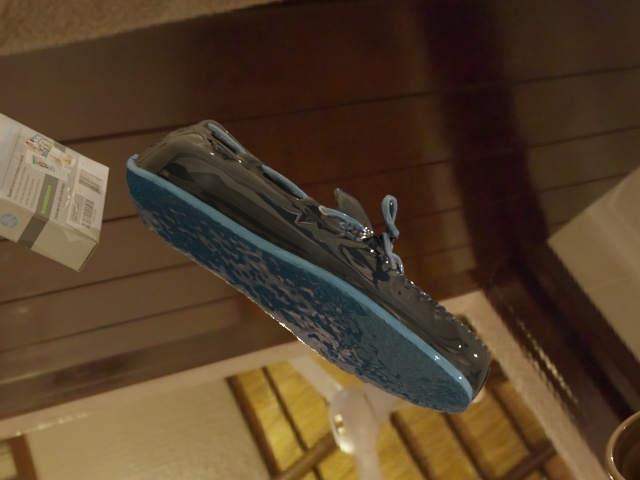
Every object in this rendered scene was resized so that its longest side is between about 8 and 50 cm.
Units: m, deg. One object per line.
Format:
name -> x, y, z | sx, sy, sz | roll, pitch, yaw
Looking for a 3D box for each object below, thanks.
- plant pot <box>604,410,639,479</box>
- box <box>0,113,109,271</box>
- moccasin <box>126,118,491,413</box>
plant pot -> 0.594, 0.406, 1.408 | 0.263, 0.263, 0.229 | 18, -48, 60
box -> -0.276, -0.061, 0.777 | 0.038, 0.186, 0.145 | -52, -155, 20
moccasin -> 0.000, 0.000, 0.734 | 0.342, 0.117, 0.138 | 36, -31, 10
